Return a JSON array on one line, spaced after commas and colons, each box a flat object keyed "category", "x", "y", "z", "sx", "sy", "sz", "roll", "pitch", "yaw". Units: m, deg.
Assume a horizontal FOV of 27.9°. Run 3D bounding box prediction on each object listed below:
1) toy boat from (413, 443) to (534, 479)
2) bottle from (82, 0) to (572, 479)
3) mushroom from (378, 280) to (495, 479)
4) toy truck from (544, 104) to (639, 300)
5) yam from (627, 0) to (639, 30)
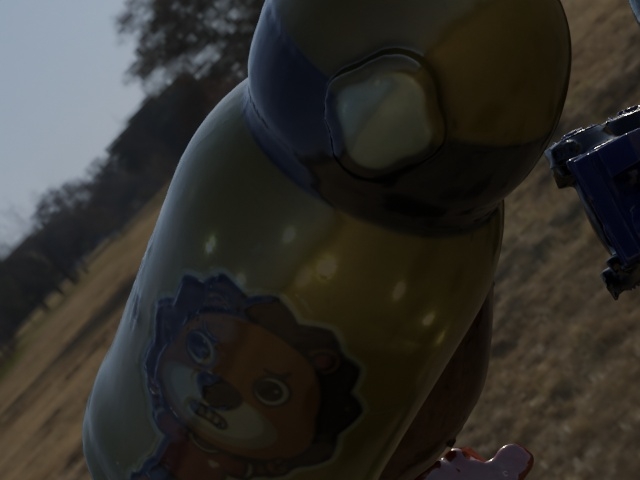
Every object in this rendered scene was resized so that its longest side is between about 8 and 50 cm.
[{"category": "toy boat", "x": 0.048, "y": 0.162, "z": 0.620, "sx": 0.173, "sy": 0.069, "sz": 0.059, "roll": -37, "pitch": -27, "yaw": -44}, {"category": "bottle", "x": 0.000, "y": 0.000, "z": 0.639, "sx": 0.171, "sy": 0.171, "sz": 0.351, "roll": -54, "pitch": -9, "yaw": -52}, {"category": "mushroom", "x": -0.006, "y": 0.052, "z": 1.129, "sx": 0.331, "sy": 0.356, "sz": 0.334, "roll": -42, "pitch": -15, "yaw": 17}, {"category": "toy truck", "x": 0.326, "y": -0.061, "z": 1.178, "sx": 0.213, "sy": 0.161, "sz": 0.177, "roll": -23, "pitch": -7, "yaw": -41}, {"category": "yam", "x": 0.239, "y": -0.124, "z": 0.810, "sx": 0.068, "sy": 0.068, "sz": 0.169, "roll": -38, "pitch": 54, "yaw": 43}]
